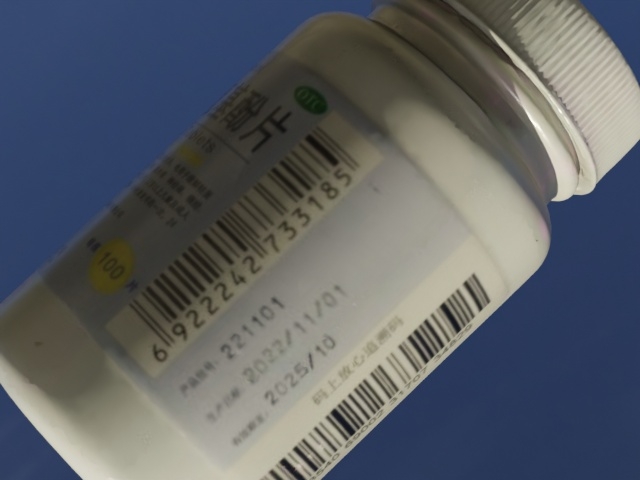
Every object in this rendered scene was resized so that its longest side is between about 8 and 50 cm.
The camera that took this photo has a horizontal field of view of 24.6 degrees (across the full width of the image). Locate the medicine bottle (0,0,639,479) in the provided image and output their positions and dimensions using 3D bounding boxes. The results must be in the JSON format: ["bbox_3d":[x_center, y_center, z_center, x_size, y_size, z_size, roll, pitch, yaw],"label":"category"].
[{"bbox_3d":[0.000,0.000,0.433,0.187,0.103,0.103,-44,-129,-5],"label":"medicine bottle"}]
